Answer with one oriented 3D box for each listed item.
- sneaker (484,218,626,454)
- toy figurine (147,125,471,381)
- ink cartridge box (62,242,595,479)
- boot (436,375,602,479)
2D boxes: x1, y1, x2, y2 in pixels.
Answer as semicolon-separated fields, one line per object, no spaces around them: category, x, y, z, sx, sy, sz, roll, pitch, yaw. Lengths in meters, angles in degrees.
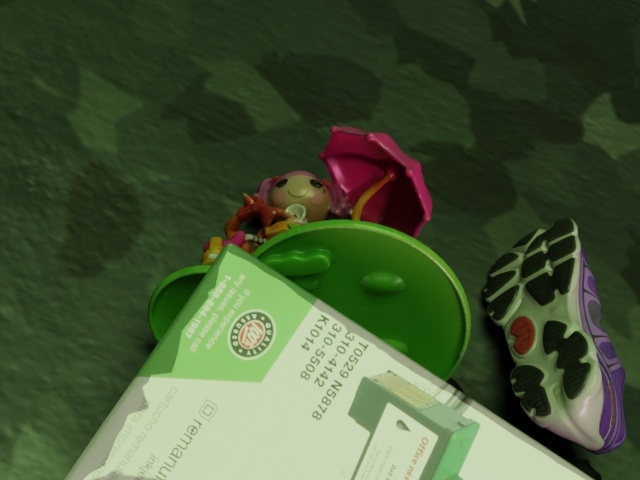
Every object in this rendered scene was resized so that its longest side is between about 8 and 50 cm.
sneaker;0.145;0.059;0.916;0.071;0.068;0.170;43;31;-34
toy figurine;0.000;0.000;0.875;0.173;0.130;0.159;-1;35;7
ink cartridge box;0.003;0.131;0.730;0.219;0.092;0.160;32;72;3
boot;0.107;0.130;0.843;0.099;0.045;0.121;4;55;-22
